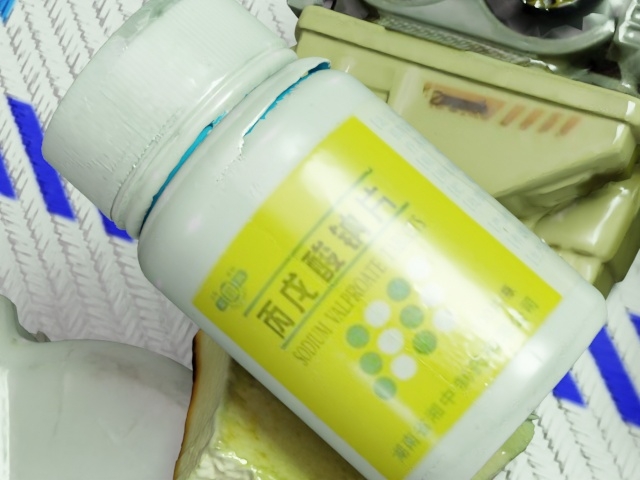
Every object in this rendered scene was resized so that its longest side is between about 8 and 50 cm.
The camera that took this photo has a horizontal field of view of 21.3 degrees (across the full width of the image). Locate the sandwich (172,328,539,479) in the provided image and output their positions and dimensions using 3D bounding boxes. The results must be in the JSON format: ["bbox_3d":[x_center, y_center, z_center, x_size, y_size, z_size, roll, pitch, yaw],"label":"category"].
[{"bbox_3d":[0.021,0.125,0.867,0.193,0.058,0.162,25,41,-18],"label":"sandwich"}]

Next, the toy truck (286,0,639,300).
[{"bbox_3d":[0.164,-0.041,0.914,0.405,0.180,0.254,18,86,17],"label":"toy truck"}]

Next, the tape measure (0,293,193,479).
[{"bbox_3d":[-0.137,0.174,0.920,0.265,0.130,0.258,12,71,13],"label":"tape measure"}]

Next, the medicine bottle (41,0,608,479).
[{"bbox_3d":[0.000,0.000,0.816,0.258,0.143,0.143,42,82,7],"label":"medicine bottle"}]
